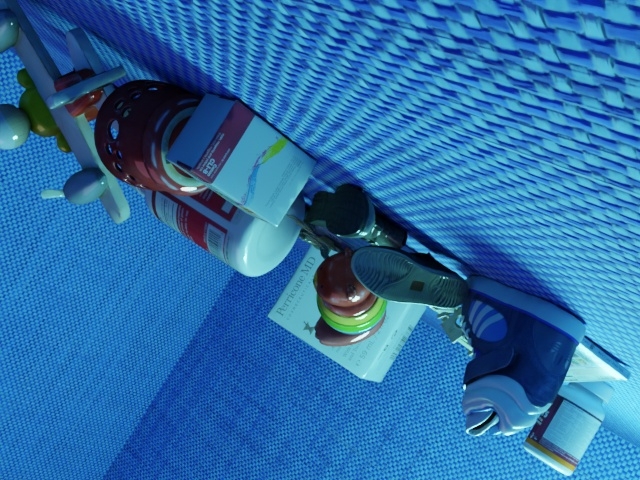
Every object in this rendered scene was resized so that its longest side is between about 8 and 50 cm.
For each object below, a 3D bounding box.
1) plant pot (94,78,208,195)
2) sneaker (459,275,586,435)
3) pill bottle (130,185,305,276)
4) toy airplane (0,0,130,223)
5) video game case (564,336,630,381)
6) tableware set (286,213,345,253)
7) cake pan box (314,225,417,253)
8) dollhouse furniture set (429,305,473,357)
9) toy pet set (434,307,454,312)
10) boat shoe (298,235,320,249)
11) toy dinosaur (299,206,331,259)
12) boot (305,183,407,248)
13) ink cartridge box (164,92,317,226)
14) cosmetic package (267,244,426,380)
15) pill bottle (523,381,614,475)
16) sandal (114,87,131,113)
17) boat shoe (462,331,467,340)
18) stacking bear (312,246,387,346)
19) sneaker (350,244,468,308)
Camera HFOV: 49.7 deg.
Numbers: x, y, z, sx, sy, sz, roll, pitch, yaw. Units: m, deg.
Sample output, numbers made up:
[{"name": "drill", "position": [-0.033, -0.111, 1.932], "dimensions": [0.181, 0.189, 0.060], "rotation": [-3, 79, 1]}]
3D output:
[{"name": "plant pot", "position": [-0.262, -0.174, 1.178], "dimensions": [0.174, 0.191, 0.191], "rotation": [18, 167, 45]}, {"name": "sneaker", "position": [0.275, 0.197, 1.147], "dimensions": [0.130, 0.236, 0.323], "rotation": [34, 175, -17]}, {"name": "pill bottle", "position": [-0.256, -0.106, 1.611], "dimensions": [0.407, 0.229, 0.229], "rotation": [31, 176, 24]}, {"name": "toy airplane", "position": [-0.506, -0.252, 1.312], "dimensions": [0.386, 0.272, 0.384], "rotation": [53, 163, 27]}, {"name": "video game case", "position": [0.434, 0.206, 1.216], "dimensions": [0.143, 0.019, 0.157], "rotation": [36, 155, -16]}, {"name": "tableware set", "position": [0.000, 0.000, 1.507], "dimensions": [0.141, 0.020, 0.168], "rotation": [32, 175, 31]}, {"name": "cake pan box", "position": [0.102, 0.014, 1.493], "dimensions": [0.267, 0.070, 0.246], "rotation": [32, 174, 3]}, {"name": "dollhouse furniture set", "position": [0.353, 0.182, 1.665], "dimensions": [0.182, 0.101, 0.161], "rotation": [36, -161, -49]}, {"name": "toy pet set", "position": [0.255, 0.114, 1.526], "dimensions": [0.122, 0.065, 0.114], "rotation": [8, -176, -11]}, {"name": "boat shoe", "position": [0.008, -0.007, 1.887], "dimensions": [0.080, 0.073, 0.223], "rotation": [35, 176, -31]}, {"name": "toy dinosaur", "position": [-0.037, -0.043, 1.748], "dimensions": [0.313, 0.121, 0.160], "rotation": [25, -176, 31]}, {"name": "boot", "position": [0.085, -0.030, 1.176], "dimensions": [0.161, 0.083, 0.246], "rotation": [21, 180, -18]}, {"name": "ink cartridge box", "position": [-0.123, -0.125, 1.085], "dimensions": [0.176, 0.127, 0.128], "rotation": [34, 175, -34]}, {"name": "cosmetic package", "position": [0.100, 0.242, 2.370], "dimensions": [0.393, 0.329, 0.327], "rotation": [30, 176, 20]}, {"name": "pill bottle", "position": [0.569, 0.410, 1.578], "dimensions": [0.121, 0.221, 0.121], "rotation": [32, 176, 2]}, {"name": "sandal", "position": [-0.473, -0.309, 1.819], "dimensions": [0.302, 0.086, 0.120], "rotation": [32, 176, 7]}, {"name": "boat shoe", "position": [0.406, 0.215, 1.392], "dimensions": [0.285, 0.092, 0.103], "rotation": [26, 170, 49]}, {"name": "stacking bear", "position": [0.058, 0.109, 1.445], "dimensions": [0.164, 0.175, 0.289], "rotation": [2, 160, 7]}, {"name": "sneaker", "position": [0.136, 0.052, 1.190], "dimensions": [0.222, 0.083, 0.118], "rotation": [20, -167, -23]}]
